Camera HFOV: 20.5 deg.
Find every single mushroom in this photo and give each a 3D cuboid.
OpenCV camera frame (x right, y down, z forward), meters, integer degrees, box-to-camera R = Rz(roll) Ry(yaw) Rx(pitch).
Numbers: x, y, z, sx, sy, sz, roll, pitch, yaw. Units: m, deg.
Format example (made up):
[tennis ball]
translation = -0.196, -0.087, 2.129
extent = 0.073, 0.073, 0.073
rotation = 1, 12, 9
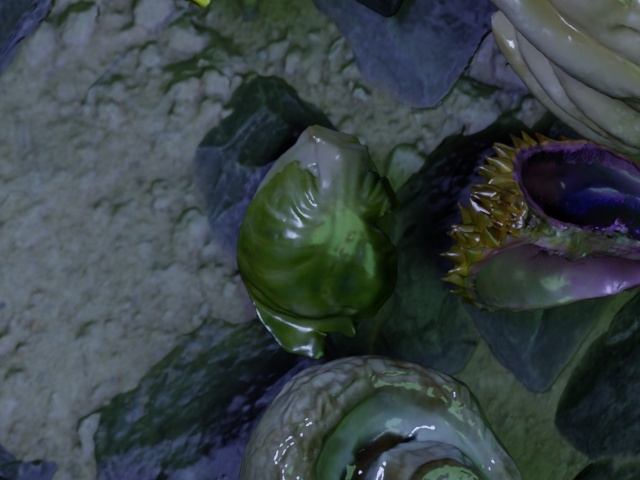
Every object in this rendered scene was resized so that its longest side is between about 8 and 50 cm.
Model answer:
[mushroom]
translation = 0.059, 0.197, 1.549
extent = 0.267, 0.189, 0.164
rotation = 14, 68, -12

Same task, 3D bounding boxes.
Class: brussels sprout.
[brussels sprout]
translation = 0.001, 0.000, 1.486
extent = 0.139, 0.100, 0.181
rotation = 2, 118, -16

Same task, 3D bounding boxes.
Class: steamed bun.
[steamed bun]
translation = 0.261, -0.215, 1.484
extent = 0.372, 0.230, 0.325
rotation = -15, 77, -60

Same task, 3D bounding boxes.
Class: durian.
[durian]
translation = 0.212, -0.002, 1.617
extent = 0.260, 0.154, 0.186
rotation = 23, 114, -42

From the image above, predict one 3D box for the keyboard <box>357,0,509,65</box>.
[keyboard]
translation = 0.029, -0.258, 1.447
extent = 0.381, 0.041, 0.103
rotation = 29, 90, -33

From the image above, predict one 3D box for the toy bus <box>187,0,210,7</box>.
[toy bus]
translation = -0.066, -0.288, 1.316
extent = 0.074, 0.081, 0.226
rotation = 24, 96, -28

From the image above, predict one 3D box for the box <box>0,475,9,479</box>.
[box]
translation = -0.310, 0.158, 1.241
extent = 0.365, 0.204, 0.051
rotation = 39, 82, -39
